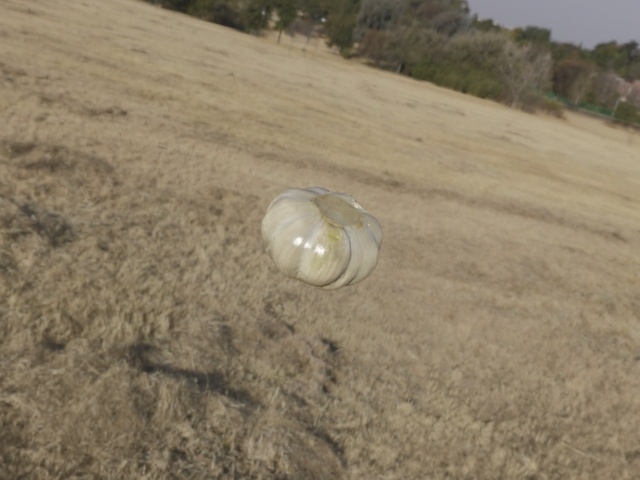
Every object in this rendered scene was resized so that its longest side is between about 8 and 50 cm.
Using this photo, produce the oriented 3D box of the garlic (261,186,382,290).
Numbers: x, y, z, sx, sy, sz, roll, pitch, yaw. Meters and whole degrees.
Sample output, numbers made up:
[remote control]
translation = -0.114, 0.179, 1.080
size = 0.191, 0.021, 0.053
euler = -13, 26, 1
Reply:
[garlic]
translation = -0.004, -0.001, 1.128
size = 0.227, 0.152, 0.228
euler = 15, 30, -9
